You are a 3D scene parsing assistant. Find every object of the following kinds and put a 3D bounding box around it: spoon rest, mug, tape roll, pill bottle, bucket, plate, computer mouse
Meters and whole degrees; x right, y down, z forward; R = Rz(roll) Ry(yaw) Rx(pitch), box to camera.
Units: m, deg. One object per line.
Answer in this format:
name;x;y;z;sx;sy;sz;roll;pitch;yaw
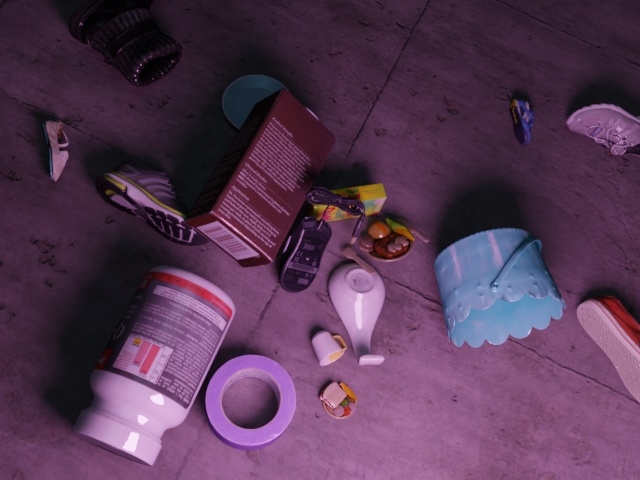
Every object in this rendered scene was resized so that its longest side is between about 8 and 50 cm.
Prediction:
spoon rest;0.092;0.169;1.588;0.137;0.084;0.276;2;53;-10
mug;0.014;0.240;1.552;0.062;0.078;0.064;-38;64;11
tape roll;-0.149;0.344;1.459;0.189;0.080;0.189;4;65;-8
pill bottle;-0.336;0.251;1.398;0.210;0.210;0.363;23;64;2
bucket;0.395;0.107;1.554;0.281;0.281;0.183;-5;62;-11
plate;-0.163;-0.351;1.799;0.188;0.024;0.188;4;65;-8
computer mouse;0.000;0.000;1.613;0.184;0.262;0.060;9;17;-35

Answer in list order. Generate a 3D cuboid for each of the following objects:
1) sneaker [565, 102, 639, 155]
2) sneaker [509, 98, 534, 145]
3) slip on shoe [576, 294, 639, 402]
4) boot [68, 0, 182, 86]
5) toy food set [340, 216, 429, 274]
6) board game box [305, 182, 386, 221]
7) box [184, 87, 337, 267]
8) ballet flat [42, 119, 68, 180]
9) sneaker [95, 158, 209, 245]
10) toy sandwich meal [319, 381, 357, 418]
sneaker;0.812;-0.292;1.883;0.281;0.105;0.115;11;65;-5
sneaker;0.563;-0.328;1.889;0.059;0.053;0.144;1;67;-11
slip on shoe;0.746;0.266;1.620;0.101;0.123;0.331;-23;67;-22
boot;-0.448;-0.577;1.792;0.260;0.131;0.348;34;76;14
toy food set;0.158;0.000;1.651;0.192;0.039;0.132;-30;47;-24
board game box;0.061;-0.089;1.679;0.181;0.092;0.043;-9;69;-13
box;-0.133;-0.147;1.604;0.191;0.143;0.381;41;60;-26
ballet flat;-0.630;-0.220;1.650;0.052;0.057;0.168;-8;68;-23
sneaker;-0.369;-0.098;1.611;0.300;0.111;0.121;32;57;0
toy sandwich meal;0.042;0.350;1.514;0.085;0.029;0.086;3;66;-7
